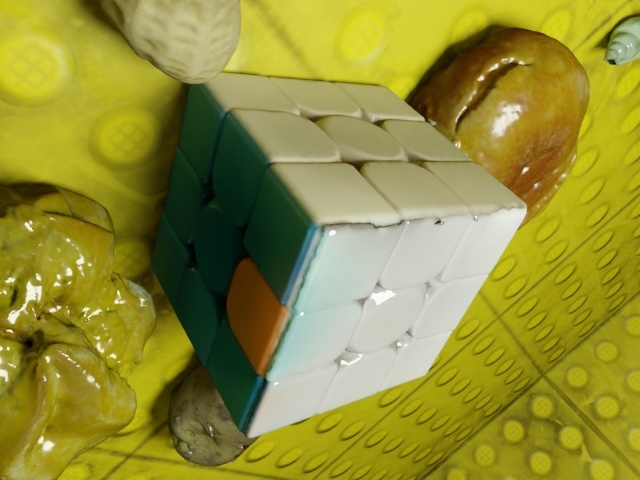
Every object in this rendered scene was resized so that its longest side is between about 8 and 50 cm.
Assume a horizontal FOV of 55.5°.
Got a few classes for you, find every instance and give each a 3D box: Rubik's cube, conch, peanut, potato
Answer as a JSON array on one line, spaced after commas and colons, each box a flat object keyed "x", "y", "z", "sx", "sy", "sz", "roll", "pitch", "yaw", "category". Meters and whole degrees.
[{"x": 0.000, "y": 0.000, "z": 0.723, "sx": 0.291, "sy": 0.291, "sz": 0.290, "roll": -6, "pitch": 132, "yaw": -37, "category": "Rubik's cube"}, {"x": 0.523, "y": -0.325, "z": 1.012, "sx": 0.180, "sy": 0.065, "sz": 0.088, "roll": -29, "pitch": 141, "yaw": -23, "category": "conch"}, {"x": -0.116, "y": -0.228, "z": 0.490, "sx": 0.125, "sy": 0.111, "sz": 0.274, "roll": -6, "pitch": 159, "yaw": -17, "category": "peanut"}, {"x": -0.142, "y": 0.254, "z": 0.989, "sx": 0.262, "sy": 0.165, "sz": 0.165, "roll": -48, "pitch": 142, "yaw": 17, "category": "potato"}]

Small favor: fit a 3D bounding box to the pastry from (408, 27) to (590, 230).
[{"x": 0.259, "y": -0.137, "z": 0.910, "sx": 0.356, "sy": 0.164, "sz": 0.356, "roll": -22, "pitch": 137, "yaw": -22, "category": "pastry"}]

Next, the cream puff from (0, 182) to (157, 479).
[{"x": -0.322, "y": 0.102, "z": 0.583, "sx": 0.323, "sy": 0.274, "sz": 0.269, "roll": -27, "pitch": 151, "yaw": -21, "category": "cream puff"}]
